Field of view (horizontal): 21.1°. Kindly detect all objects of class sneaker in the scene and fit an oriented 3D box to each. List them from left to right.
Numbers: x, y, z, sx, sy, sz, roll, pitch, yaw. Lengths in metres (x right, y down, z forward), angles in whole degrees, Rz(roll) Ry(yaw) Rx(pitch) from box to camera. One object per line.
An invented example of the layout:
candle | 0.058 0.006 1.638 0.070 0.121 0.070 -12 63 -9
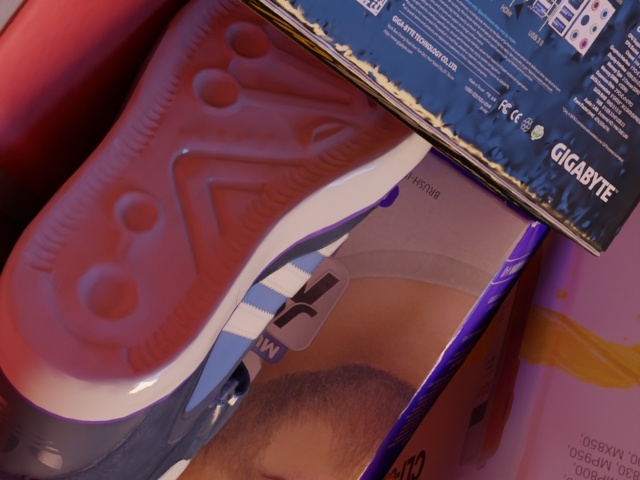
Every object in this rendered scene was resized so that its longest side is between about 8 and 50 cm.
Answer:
sneaker | -0.064 0.007 0.851 0.323 0.130 0.236 -50 175 -34

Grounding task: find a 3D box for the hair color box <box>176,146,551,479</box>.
hair color box | -0.039 0.073 0.966 0.339 0.185 0.110 -58 169 14

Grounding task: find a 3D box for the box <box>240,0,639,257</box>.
box | 0.090 -0.164 0.685 0.322 0.079 0.257 31 93 -48

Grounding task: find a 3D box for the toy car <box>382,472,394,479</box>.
toy car | 0.015 0.193 0.951 0.122 0.040 0.060 -56 168 13

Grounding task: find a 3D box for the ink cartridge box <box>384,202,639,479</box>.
ink cartridge box | 0.162 0.088 1.056 0.279 0.160 0.385 134 -25 -66
